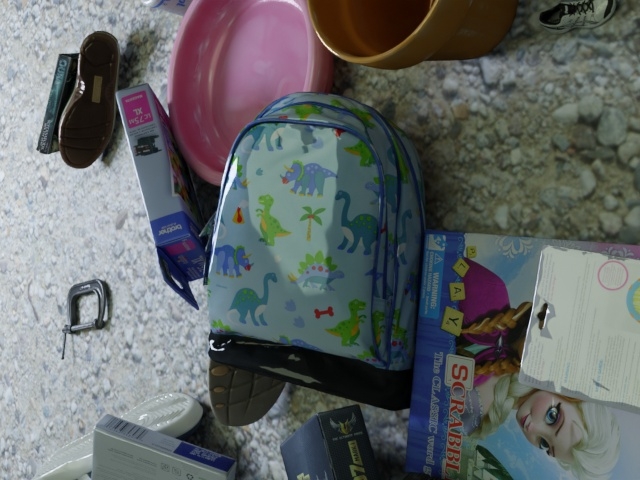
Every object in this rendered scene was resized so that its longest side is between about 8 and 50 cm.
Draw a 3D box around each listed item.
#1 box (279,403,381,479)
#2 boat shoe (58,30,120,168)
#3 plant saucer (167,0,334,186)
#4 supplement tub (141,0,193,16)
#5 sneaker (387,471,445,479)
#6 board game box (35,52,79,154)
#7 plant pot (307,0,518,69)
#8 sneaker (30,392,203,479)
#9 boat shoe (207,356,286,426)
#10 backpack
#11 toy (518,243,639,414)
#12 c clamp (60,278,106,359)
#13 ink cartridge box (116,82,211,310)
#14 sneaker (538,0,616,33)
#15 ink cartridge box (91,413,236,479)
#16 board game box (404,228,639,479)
[{"bbox_3d":[0.017,0.316,1.064,0.232,0.059,0.183,124,134,-64],"label":"box"},{"bbox_3d":[-0.415,-0.259,1.588,0.095,0.095,0.257,-105,34,-65],"label":"boat shoe"},{"bbox_3d":[-0.097,-0.240,1.265,0.332,0.084,0.331,-4,84,43],"label":"plant saucer"},{"bbox_3d":[-0.232,-0.400,1.389,0.071,0.107,0.070,-3,86,45],"label":"supplement tub"},{"bbox_3d":[0.154,0.381,0.926,0.286,0.109,0.130,52,149,14],"label":"sneaker"},{"bbox_3d":[-0.475,-0.257,1.615,0.026,0.126,0.186,19,105,2],"label":"board game box"},{"bbox_3d":[0.121,-0.286,0.982,0.205,0.188,0.205,-3,85,43],"label":"plant pot"},{"bbox_3d":[-0.308,0.372,1.421,0.350,0.131,0.148,-28,104,25],"label":"sneaker"},{"bbox_3d":[-0.098,0.103,1.237,0.116,0.123,0.324,-144,64,-75],"label":"boat shoe"},{"bbox_3d":[0.000,0.000,1.053,0.290,0.273,0.355,12,81,26],"label":"backpack"},{"bbox_3d":[0.310,0.090,0.777,0.237,0.056,0.136,11,91,36],"label":"toy"},{"bbox_3d":[-0.443,0.143,1.623,0.161,0.022,0.137,-22,67,43],"label":"c clamp"},{"bbox_3d":[-0.226,-0.062,1.318,0.065,0.185,0.311,-16,70,1],"label":"ink cartridge box"},{"bbox_3d":[0.276,-0.245,0.934,0.083,0.037,0.031,-14,76,41],"label":"sneaker"},{"bbox_3d":[-0.243,0.393,1.308,0.224,0.045,0.223,17,116,13],"label":"ink cartridge box"},{"bbox_3d":[0.241,0.154,0.921,0.318,0.066,0.318,4,90,44],"label":"board game box"}]
